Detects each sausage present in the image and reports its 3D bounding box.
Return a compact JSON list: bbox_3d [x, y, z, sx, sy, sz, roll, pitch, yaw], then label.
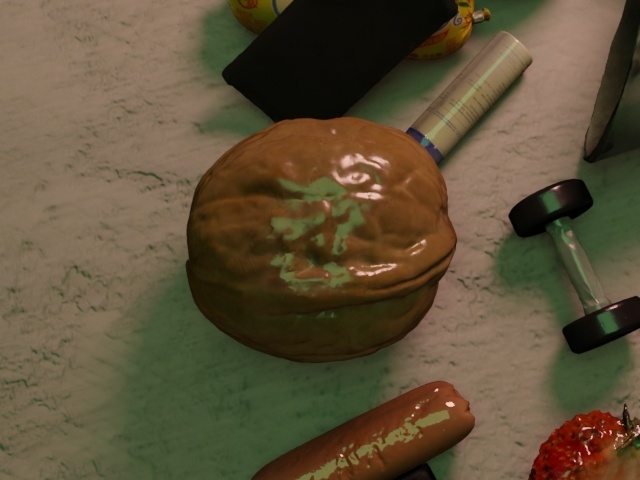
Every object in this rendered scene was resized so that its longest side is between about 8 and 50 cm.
[{"bbox_3d":[0.039,-0.297,1.446,0.347,0.123,0.123,9,82,9],"label":"sausage"},{"bbox_3d":[0.045,0.253,1.369,0.289,0.086,0.086,-28,78,2],"label":"sausage"}]

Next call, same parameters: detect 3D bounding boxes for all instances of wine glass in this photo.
[{"bbox_3d":[0.528,-0.165,1.314,0.406,0.267,0.267,16,83,4],"label":"wine glass"}]

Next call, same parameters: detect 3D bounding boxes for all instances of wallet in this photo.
[{"bbox_3d":[0.022,-0.240,1.394,0.146,0.030,0.285,43,121,-11],"label":"wallet"}]

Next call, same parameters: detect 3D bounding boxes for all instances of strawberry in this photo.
[{"bbox_3d":[0.293,0.296,1.332,0.175,0.107,0.236,41,87,-25],"label":"strawberry"}]

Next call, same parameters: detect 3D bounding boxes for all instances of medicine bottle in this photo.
[{"bbox_3d":[0.165,-0.157,1.439,0.059,0.059,0.231,43,88,12],"label":"medicine bottle"}]

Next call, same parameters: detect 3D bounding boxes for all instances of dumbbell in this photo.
[{"bbox_3d":[0.303,0.030,1.370,0.100,0.100,0.191,-24,77,2],"label":"dumbbell"}]

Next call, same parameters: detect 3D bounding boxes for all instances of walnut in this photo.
[{"bbox_3d":[0.000,0.001,1.333,0.313,0.252,0.277,0,80,5],"label":"walnut"}]

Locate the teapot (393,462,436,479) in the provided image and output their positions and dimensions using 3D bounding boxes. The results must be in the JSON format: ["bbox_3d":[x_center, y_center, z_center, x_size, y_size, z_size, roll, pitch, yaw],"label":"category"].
[{"bbox_3d":[0.089,0.324,1.347,0.177,0.096,0.087,-27,79,2],"label":"teapot"}]
